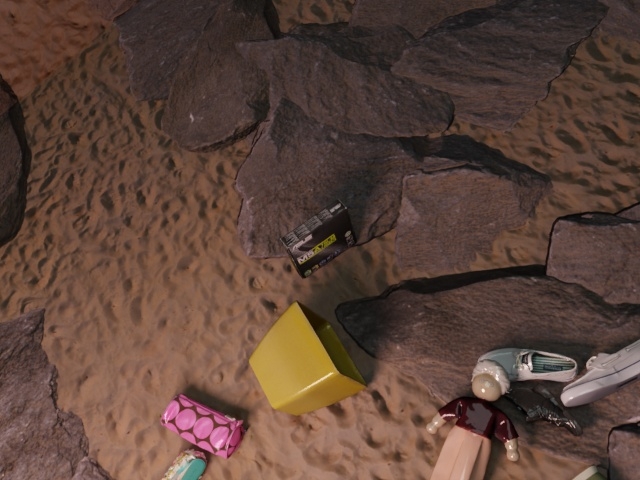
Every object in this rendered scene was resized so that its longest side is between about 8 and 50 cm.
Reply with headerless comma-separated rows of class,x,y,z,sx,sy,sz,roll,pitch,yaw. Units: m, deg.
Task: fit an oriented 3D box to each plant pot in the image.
plant pot,-0.043,0.305,1.538,0.187,0.212,0.212,-37,59,7

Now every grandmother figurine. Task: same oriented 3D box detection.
grandmother figurine,0.345,0.432,1.419,0.208,0.104,0.342,19,73,12

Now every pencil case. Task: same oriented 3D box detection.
pencil case,-0.290,0.452,1.567,0.209,0.095,0.098,18,101,19

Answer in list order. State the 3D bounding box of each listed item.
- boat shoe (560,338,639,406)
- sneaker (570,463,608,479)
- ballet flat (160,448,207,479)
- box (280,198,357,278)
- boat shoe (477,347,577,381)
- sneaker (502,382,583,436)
boat shoe,0.652,0.299,1.448,0.258,0.095,0.084,-19,54,-10
sneaker,0.534,0.560,1.331,0.192,0.064,0.086,-33,54,-10
ballet flat,-0.366,0.603,1.516,0.241,0.091,0.077,-47,32,-19
box,0.000,0.000,1.700,0.191,0.184,0.045,-34,61,-8
boat shoe,0.486,0.285,1.492,0.226,0.076,0.083,-2,60,12
sneaker,0.504,0.393,1.445,0.089,0.051,0.170,-33,55,-7
